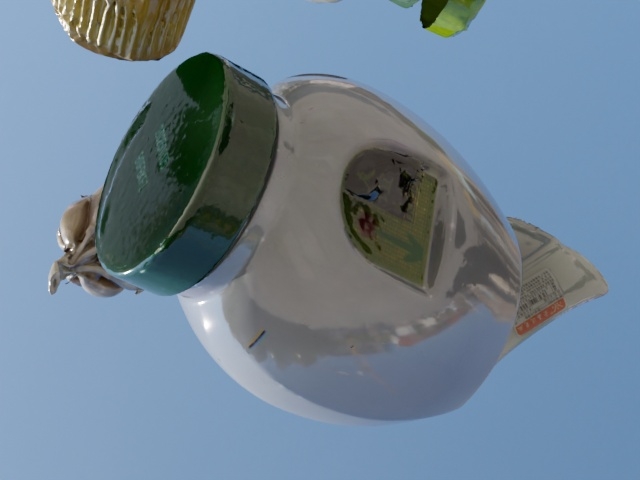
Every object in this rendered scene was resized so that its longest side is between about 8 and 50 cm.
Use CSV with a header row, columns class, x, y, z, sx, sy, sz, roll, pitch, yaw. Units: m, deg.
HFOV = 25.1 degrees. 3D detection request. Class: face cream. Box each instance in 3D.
class,x,y,z,sx,sy,sz,roll,pitch,yaw
face cream,0.000,0.000,1.292,0.357,0.219,0.312,25,-118,-29

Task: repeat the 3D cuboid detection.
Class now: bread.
class,x,y,z,sx,sy,sz,roll,pitch,yaw
bread,-0.177,-0.262,1.274,0.132,0.114,0.190,-4,-128,-23

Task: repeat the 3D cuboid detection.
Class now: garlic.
class,x,y,z,sx,sy,sz,roll,pitch,yaw
garlic,-0.242,0.002,1.569,0.127,0.131,0.194,-8,-170,23

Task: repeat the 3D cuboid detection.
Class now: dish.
class,x,y,z,sx,sy,sz,roll,pitch,yaw
dish,0.174,0.051,1.495,0.212,0.077,0.151,-32,-148,-20

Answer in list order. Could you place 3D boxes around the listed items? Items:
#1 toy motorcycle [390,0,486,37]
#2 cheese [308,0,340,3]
class,x,y,z,sx,sy,sz,roll,pitch,yaw
toy motorcycle,0.074,-0.267,0.895,0.191,0.326,0.200,24,-101,-14
cheese,-0.007,-0.411,1.965,0.263,0.093,0.159,27,-94,53
